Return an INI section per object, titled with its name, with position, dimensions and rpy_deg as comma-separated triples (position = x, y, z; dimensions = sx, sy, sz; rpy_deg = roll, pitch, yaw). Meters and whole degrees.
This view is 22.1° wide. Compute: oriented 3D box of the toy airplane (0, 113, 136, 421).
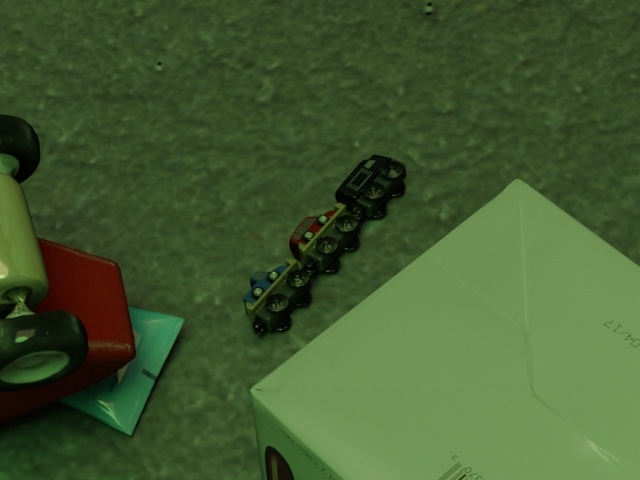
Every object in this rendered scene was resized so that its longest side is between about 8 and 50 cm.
[toy airplane]
position = -0.335, 0.067, 0.847
dimensions = 0.384, 0.272, 0.386
rpy_deg = 34, 51, -2

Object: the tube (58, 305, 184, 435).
[tube]
position = -0.193, 0.050, 0.998
dimensions = 0.207, 0.052, 0.080
rpy_deg = 17, 69, 11

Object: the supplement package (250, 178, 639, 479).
[supplement package]
position = 0.126, 0.136, 0.846
dimensions = 0.204, 0.145, 0.262
rpy_deg = -37, 58, -23

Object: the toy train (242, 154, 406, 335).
[toy train]
position = 0.000, 0.000, 1.036
dimensions = 0.036, 0.027, 0.158
rpy_deg = 25, 57, 25
